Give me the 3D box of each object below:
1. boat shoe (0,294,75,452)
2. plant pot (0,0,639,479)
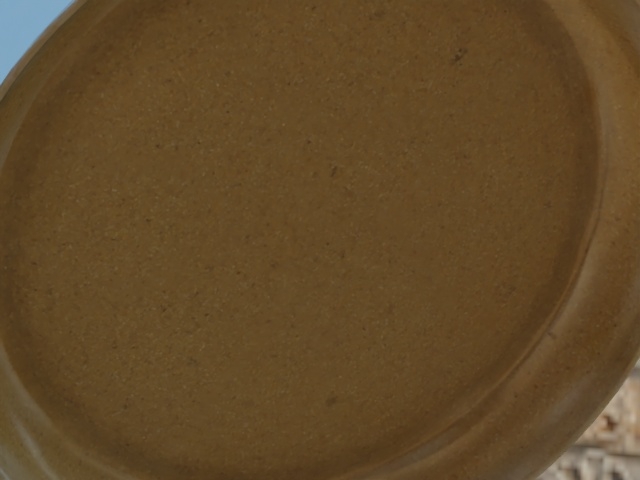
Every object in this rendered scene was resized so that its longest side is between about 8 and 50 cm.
[{"bbox_3d":[-0.112,0.041,0.648,0.095,0.112,0.335,1,-20,28],"label":"boat shoe"},{"bbox_3d":[0.000,0.000,0.592,0.236,0.032,0.236,-10,-59,-16],"label":"plant pot"}]
